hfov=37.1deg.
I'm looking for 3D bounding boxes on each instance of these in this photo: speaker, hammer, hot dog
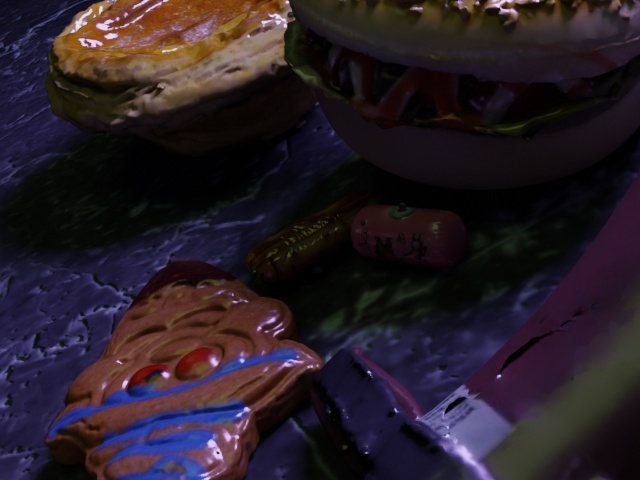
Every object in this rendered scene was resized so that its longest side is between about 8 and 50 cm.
[{"bbox_3d":[0.087,0.054,0.399,0.329,0.198,0.259,-35,44,-3],"label":"speaker"},{"bbox_3d":[0.058,-0.004,0.638,0.083,0.043,0.043,9,43,42],"label":"hammer"},{"bbox_3d":[0.000,0.000,0.683,0.122,0.037,0.049,-27,18,-17],"label":"hot dog"}]

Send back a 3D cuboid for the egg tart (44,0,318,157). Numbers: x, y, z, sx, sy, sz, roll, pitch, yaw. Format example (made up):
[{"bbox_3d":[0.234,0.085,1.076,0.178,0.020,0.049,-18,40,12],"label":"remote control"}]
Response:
[{"bbox_3d":[-0.091,-0.189,0.921,0.352,0.150,0.352,-16,38,13],"label":"egg tart"}]

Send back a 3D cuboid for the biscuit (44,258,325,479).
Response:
[{"bbox_3d":[-0.088,0.084,0.611,0.183,0.043,0.280,-18,33,3],"label":"biscuit"}]

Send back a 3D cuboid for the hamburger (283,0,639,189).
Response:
[{"bbox_3d":[0.119,-0.173,0.682,0.302,0.170,0.302,-4,44,4],"label":"hamburger"}]
